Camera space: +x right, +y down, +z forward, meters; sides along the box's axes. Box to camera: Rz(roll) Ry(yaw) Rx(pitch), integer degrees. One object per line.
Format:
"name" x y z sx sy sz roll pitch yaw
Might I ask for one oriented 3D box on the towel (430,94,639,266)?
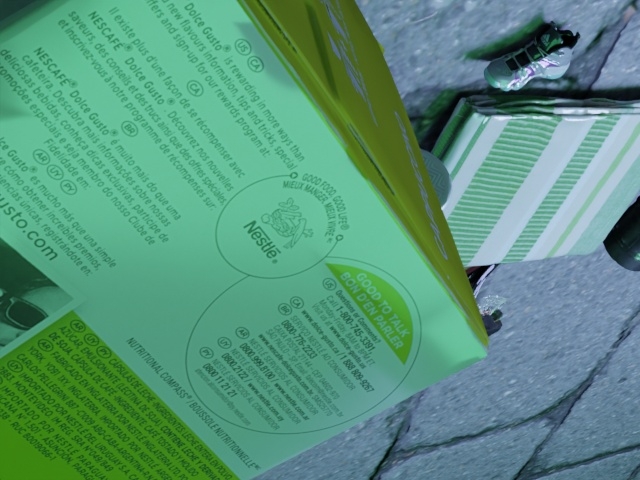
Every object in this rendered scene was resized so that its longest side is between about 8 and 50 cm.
"towel" 0.229 -0.064 1.634 0.325 0.038 0.248 -5 139 -35

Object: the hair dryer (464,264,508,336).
"hair dryer" 0.135 0.030 1.757 0.293 0.080 0.223 -6 132 -41

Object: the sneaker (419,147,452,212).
"sneaker" 0.000 0.000 1.537 0.292 0.108 0.169 -17 156 8

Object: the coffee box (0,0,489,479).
"coffee box" -0.143 -0.064 0.917 0.334 0.337 0.338 -29 129 11

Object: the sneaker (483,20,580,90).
"sneaker" 0.202 -0.180 1.436 0.098 0.038 0.069 -19 153 -30

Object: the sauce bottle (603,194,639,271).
"sauce bottle" 0.442 -0.087 1.716 0.111 0.111 0.344 -2 147 -36
